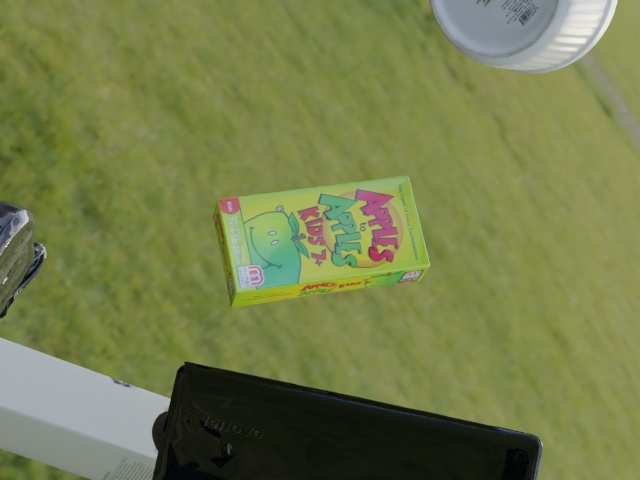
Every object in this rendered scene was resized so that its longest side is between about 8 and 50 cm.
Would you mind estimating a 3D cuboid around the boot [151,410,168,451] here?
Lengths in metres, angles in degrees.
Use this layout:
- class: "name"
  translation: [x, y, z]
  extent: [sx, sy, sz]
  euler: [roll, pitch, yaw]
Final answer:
- class: "boot"
  translation: [-0.086, 0.260, 1.810]
  extent: [0.219, 0.082, 0.106]
  euler: [30, 8, 22]

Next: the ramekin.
- class: "ramekin"
  translation: [0.217, -0.287, 1.778]
  extent: [0.109, 0.207, 0.207]
  euler: [-16, 72, -56]

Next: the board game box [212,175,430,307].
- class: "board game box"
  translation: [0.000, 0.000, 1.464]
  extent: [0.043, 0.181, 0.092]
  euler: [114, -34, -66]

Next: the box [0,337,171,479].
- class: "box"
  translation: [-0.296, 0.220, 1.949]
  extent: [0.275, 0.113, 0.094]
  euler: [23, 52, -13]

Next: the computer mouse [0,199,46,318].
- class: "computer mouse"
  translation: [-0.346, 0.034, 1.600]
  extent: [0.072, 0.188, 0.272]
  euler: [31, -22, 1]

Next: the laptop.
- class: "laptop"
  translation: [0.036, 0.354, 1.391]
  extent: [0.236, 0.382, 0.408]
  euler: [-54, 134, -31]
